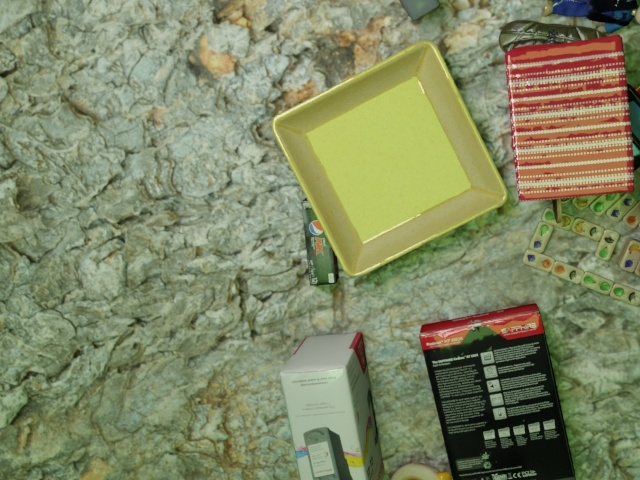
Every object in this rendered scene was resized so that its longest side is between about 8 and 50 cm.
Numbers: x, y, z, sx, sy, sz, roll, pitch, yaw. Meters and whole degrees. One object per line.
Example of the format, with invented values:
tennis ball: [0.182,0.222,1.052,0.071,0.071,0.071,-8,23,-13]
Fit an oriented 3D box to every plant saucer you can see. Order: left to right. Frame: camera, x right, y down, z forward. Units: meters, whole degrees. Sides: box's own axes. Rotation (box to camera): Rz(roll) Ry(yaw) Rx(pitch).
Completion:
plant saucer: [0.127,-0.149,1.472,0.333,0.081,0.332,-27,95,4]

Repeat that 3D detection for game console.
game console: [0.537,-0.187,1.417,0.085,0.124,0.144,-42,92,-13]

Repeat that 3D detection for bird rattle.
bird rattle: [0.195,0.544,1.562,0.143,0.253,0.206,8,78,-33]

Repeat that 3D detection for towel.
towel: [0.430,-0.211,1.375,0.199,0.031,0.274,-5,90,15]

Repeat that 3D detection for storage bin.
storage bin: [0.160,-0.443,1.411,0.098,0.135,0.091,-28,104,12]

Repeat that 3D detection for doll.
doll: [0.487,-0.404,1.375,0.189,0.129,0.046,16,63,24]

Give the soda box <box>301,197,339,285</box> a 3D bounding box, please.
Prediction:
soda box: [0.000,0.000,1.544,0.053,0.060,0.168,-4,99,8]

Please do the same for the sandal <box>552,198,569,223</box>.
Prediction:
sandal: [0.451,-0.154,1.432,0.079,0.088,0.240,-8,91,10]

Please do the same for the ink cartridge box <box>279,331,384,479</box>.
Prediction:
ink cartridge box: [0.030,0.353,1.517,0.131,0.226,0.306,-10,99,12]

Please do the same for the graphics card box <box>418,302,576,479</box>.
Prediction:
graphics card box: [0.343,0.321,1.528,0.233,0.094,0.370,-13,96,12]

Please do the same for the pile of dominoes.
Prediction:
pile of dominoes: [0.530,0.000,1.471,0.251,0.040,0.196,21,102,5]

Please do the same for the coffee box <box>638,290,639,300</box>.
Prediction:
coffee box: [0.764,-0.019,1.224,0.338,0.334,0.337,1,102,-18]

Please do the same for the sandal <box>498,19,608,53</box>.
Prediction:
sandal: [0.430,-0.339,1.423,0.219,0.060,0.090,16,96,21]

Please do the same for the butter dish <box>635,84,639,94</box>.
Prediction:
butter dish: [0.647,-0.236,1.371,0.160,0.118,0.160,-40,91,12]
